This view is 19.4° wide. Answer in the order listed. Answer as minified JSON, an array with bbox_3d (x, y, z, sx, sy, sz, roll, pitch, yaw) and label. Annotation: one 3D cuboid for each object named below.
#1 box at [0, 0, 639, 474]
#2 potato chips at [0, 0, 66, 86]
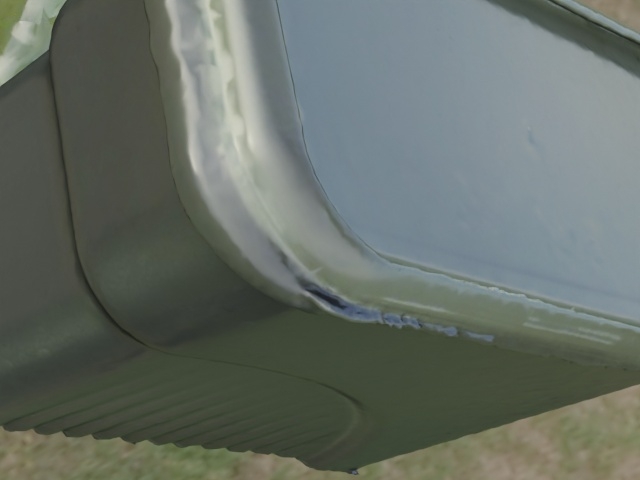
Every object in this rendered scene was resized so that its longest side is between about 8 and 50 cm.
[{"bbox_3d":[0.000,0.000,0.603,0.274,0.178,0.138,15,57,-48],"label":"box"},{"bbox_3d":[-0.184,-0.164,0.796,0.389,0.097,0.373,-36,84,-12],"label":"potato chips"}]
